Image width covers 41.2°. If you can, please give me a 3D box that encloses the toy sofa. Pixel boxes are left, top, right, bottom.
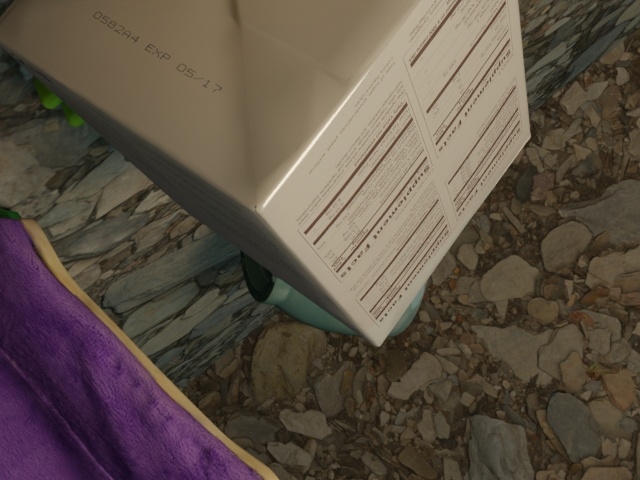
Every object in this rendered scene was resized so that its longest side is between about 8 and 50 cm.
[{"bbox_3d":[-0.218,0.155,0.654,0.177,0.362,0.150,-54,163,26],"label":"toy sofa"}]

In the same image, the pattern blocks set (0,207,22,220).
[{"bbox_3d":[-0.407,0.064,0.728,0.325,0.026,0.285,-35,171,-5],"label":"pattern blocks set"}]

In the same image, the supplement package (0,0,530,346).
[{"bbox_3d":[-0.010,-0.093,0.533,0.198,0.199,0.263,-53,155,-7],"label":"supplement package"}]

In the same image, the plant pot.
[{"bbox_3d":[0.000,0.000,1.218,0.196,0.293,0.293,-2,156,-23],"label":"plant pot"}]

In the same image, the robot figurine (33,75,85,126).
[{"bbox_3d":[-0.144,-0.132,0.586,0.115,0.067,0.101,-37,139,11],"label":"robot figurine"}]
